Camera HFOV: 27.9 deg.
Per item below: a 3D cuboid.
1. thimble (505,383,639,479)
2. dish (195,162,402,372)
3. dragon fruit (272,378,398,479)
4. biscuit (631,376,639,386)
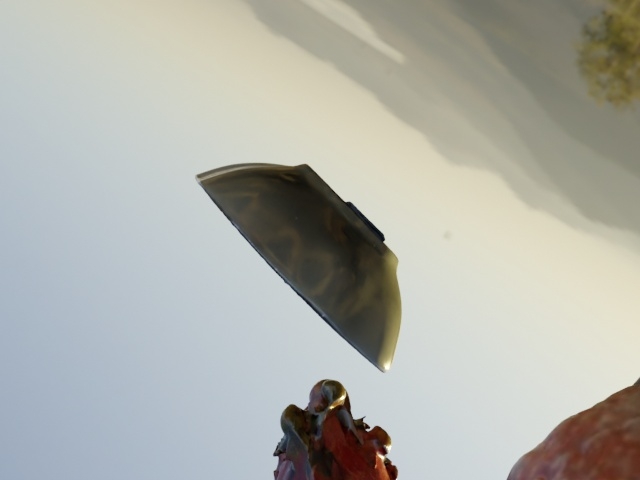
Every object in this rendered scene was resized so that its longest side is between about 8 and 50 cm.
[{"bbox_3d":[0.235,0.226,0.885,0.239,0.239,0.162,29,-153,-27],"label":"thimble"},{"bbox_3d":[0.000,0.000,0.872,0.190,0.066,0.190,46,-179,-1],"label":"dish"},{"bbox_3d":[0.009,0.225,1.245,0.133,0.207,0.150,3,-158,9],"label":"dragon fruit"},{"bbox_3d":[0.472,0.241,1.617,0.040,0.309,0.204,10,-125,-37],"label":"biscuit"}]
